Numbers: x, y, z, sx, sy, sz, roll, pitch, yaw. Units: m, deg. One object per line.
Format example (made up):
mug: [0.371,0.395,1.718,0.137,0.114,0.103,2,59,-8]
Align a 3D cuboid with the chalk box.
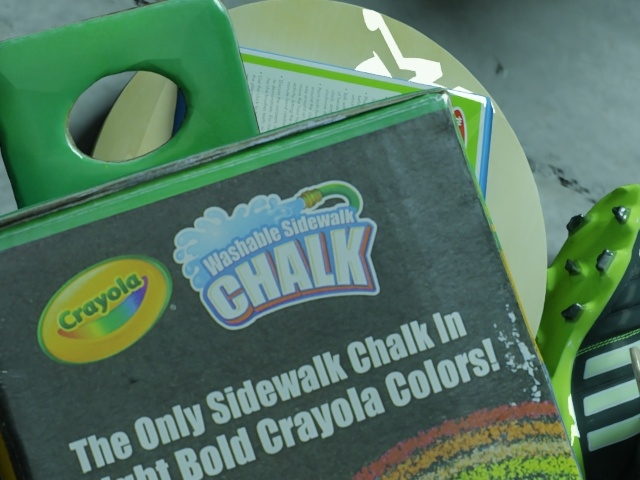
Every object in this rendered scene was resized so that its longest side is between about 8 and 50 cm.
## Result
chalk box: [-0.034,0.062,0.688,0.180,0.179,0.289,-17,84,-18]

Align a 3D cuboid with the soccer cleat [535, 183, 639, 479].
soccer cleat: [0.122,0.063,0.865,0.072,0.060,0.179,29,68,-28]

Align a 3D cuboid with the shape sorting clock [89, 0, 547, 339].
shape sorting clock: [0.000,0.000,0.826,0.206,0.040,0.206,4,77,-16]

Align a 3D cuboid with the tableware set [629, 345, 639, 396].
tableware set: [0.172,0.120,0.837,0.168,0.020,0.141,22,49,-58]
